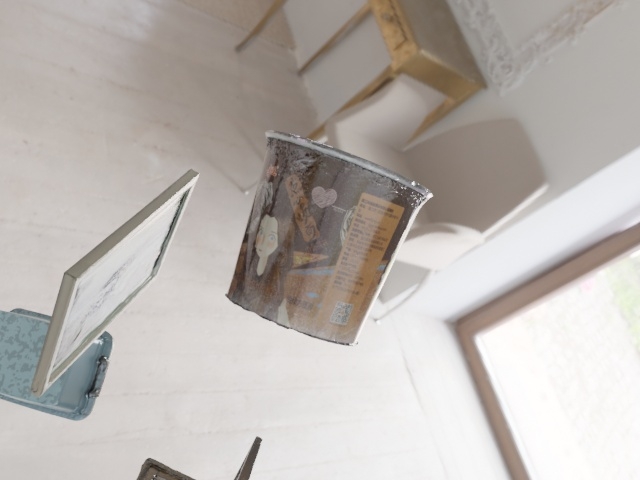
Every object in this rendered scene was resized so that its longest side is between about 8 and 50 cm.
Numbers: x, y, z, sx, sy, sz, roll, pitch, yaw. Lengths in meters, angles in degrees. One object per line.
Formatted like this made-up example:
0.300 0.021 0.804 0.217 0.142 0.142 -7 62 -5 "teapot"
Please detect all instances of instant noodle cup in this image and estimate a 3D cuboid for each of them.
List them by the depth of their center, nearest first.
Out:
0.000 0.000 0.859 0.217 0.217 0.208 19 92 -40 "instant noodle cup"

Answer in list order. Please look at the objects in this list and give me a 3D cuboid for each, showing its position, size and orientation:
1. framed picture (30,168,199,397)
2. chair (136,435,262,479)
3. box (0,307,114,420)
-0.284 0.050 1.005 0.024 0.232 0.315 31 35 1 "framed picture"
-0.295 0.562 1.495 0.240 0.203 0.416 24 25 -4 "chair"
-0.488 0.208 1.236 0.130 0.226 0.162 66 38 -72 "box"
